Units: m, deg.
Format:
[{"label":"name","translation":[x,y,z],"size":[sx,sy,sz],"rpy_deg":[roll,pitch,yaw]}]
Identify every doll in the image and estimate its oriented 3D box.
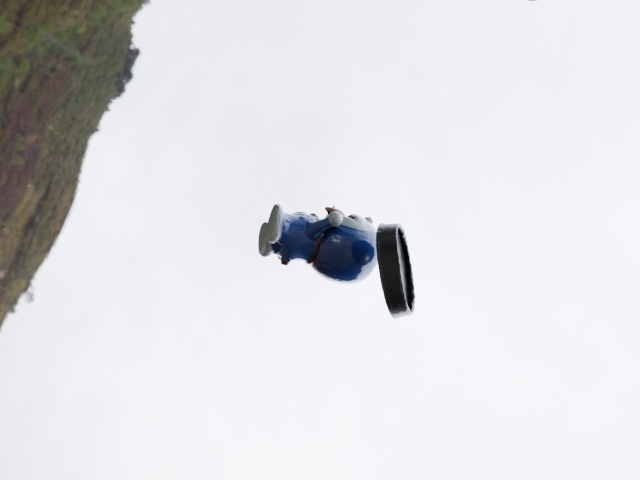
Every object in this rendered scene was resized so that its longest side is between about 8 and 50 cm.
[{"label":"doll","translation":[0.000,0.000,1.366],"size":[0.215,0.257,0.161],"rpy_deg":[140,-36,-60]}]

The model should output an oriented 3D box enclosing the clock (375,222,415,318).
[{"label":"clock","translation":[0.145,0.056,1.233],"size":[0.040,0.184,0.184],"rpy_deg":[-10,-120,15]}]
